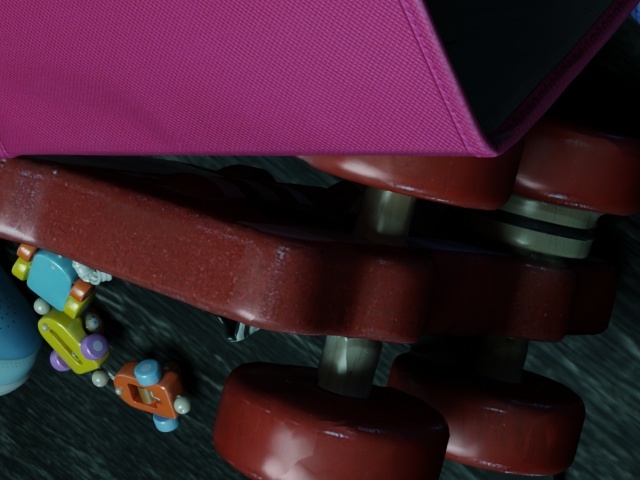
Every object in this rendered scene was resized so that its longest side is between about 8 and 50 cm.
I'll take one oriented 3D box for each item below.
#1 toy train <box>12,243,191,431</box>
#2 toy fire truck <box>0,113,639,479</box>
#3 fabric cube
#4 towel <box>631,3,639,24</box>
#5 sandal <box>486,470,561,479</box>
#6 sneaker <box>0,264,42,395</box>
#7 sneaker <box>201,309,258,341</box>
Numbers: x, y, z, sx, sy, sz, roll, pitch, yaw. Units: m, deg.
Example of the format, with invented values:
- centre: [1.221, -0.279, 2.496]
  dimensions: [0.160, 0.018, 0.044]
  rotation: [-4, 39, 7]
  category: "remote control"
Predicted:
- centre: [-0.148, 0.056, 1.123]
  dimensions: [0.125, 0.046, 0.166]
  rotation: [9, 133, 35]
  category: "toy train"
- centre: [0.000, 0.000, 0.768]
  dimensions: [0.254, 0.302, 0.169]
  rotation: [20, 101, 35]
  category: "toy fire truck"
- centre: [-0.018, -0.199, 0.598]
  dimensions: [0.258, 0.259, 0.254]
  rotation: [3, 127, 41]
  category: "fabric cube"
- centre: [0.298, -0.092, 0.594]
  dimensions: [0.243, 0.040, 0.336]
  rotation: [47, 142, -5]
  category: "towel"
- centre: [0.126, 0.186, 0.998]
  dimensions: [0.067, 0.040, 0.179]
  rotation: [11, 131, 34]
  category: "sandal"
- centre: [-0.268, -0.020, 1.100]
  dimensions: [0.208, 0.127, 0.319]
  rotation: [-23, 124, 34]
  category: "sneaker"
- centre: [-0.067, 0.028, 1.028]
  dimensions: [0.083, 0.037, 0.032]
  rotation: [54, 143, -10]
  category: "sneaker"
